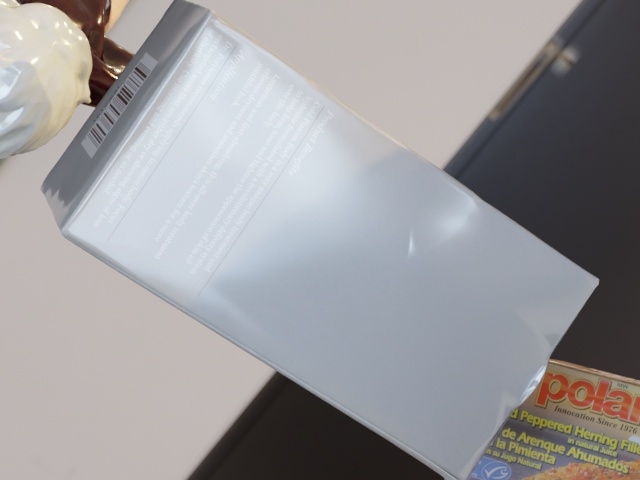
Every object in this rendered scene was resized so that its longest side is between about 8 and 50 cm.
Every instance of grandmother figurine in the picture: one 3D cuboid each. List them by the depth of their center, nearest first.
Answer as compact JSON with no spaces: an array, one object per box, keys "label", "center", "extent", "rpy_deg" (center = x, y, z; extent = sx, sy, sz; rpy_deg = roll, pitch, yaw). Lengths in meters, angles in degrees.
[{"label":"grandmother figurine","center":[-0.165,-0.149,0.974],"extent":[0.207,0.104,0.342],"rpy_deg":[35,26,-14]}]

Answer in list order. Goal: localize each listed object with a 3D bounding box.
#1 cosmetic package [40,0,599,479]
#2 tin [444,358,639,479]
[{"label":"cosmetic package","center":[0.000,0.000,0.775],"extent":[0.238,0.127,0.107],"rpy_deg":[35,1,-20]},{"label":"tin","center":[0.152,0.122,0.839],"extent":[0.189,0.106,0.040],"rpy_deg":[14,9,34]}]
